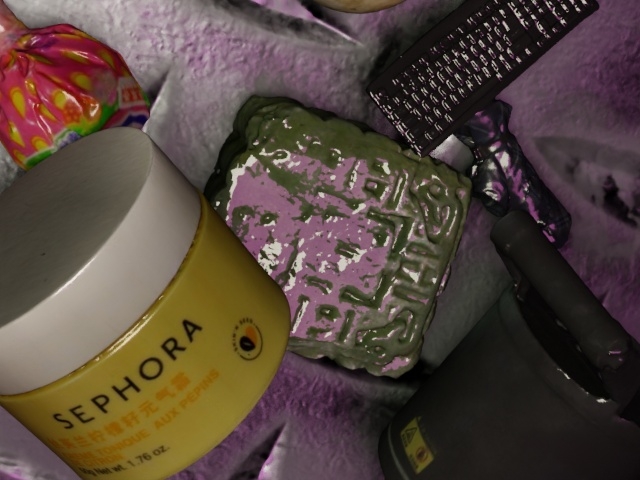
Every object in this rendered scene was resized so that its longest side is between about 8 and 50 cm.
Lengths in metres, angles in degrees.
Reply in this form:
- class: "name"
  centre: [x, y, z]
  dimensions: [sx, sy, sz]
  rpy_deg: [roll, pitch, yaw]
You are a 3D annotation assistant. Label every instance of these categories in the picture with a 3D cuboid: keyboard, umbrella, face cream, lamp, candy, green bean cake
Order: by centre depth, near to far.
- class: "face cream"
  centre: [-0.157, 0.052, 1.086]
  dimensions: [0.218, 0.218, 0.179]
  rpy_deg: [-41, 119, -2]
- class: "candy"
  centre: [-0.279, -0.209, 1.149]
  dimensions: [0.124, 0.124, 0.365]
  rpy_deg: [-36, 104, -4]
- class: "keyboard"
  centre: [0.145, -0.174, 1.261]
  dimensions: [0.250, 0.017, 0.087]
  rpy_deg: [-40, 97, -24]
- class: "green bean cake"
  centre: [0.000, 0.000, 1.270]
  dimensions: [0.227, 0.125, 0.222]
  rpy_deg: [17, 99, -15]
- class: "lamp"
  centre: [0.179, 0.176, 1.294]
  dimensions: [0.272, 0.205, 0.374]
  rpy_deg: [-41, 145, 6]
- class: "umbrella"
  centre: [0.154, -0.083, 1.322]
  dimensions: [0.071, 0.080, 0.224]
  rpy_deg: [-20, 111, 27]

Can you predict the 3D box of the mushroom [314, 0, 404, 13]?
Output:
- class: "mushroom"
  centre: [0.030, -0.271, 1.200]
  dimensions: [0.166, 0.127, 0.166]
  rpy_deg: [2, 119, 3]
